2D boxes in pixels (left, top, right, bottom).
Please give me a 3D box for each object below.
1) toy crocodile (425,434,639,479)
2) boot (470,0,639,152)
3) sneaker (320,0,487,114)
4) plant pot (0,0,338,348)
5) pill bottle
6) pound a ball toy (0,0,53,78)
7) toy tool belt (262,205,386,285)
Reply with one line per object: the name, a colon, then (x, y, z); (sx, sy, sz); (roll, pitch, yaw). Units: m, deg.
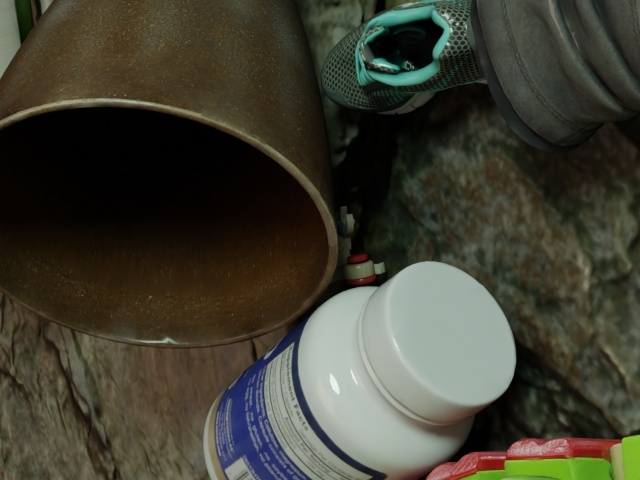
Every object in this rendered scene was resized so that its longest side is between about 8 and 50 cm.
toy crocodile: (0.088, 0.152, 0.725); (0.340, 0.115, 0.105); (-33, 58, 47)
boot: (0.132, -0.213, 0.605); (0.223, 0.118, 0.338); (-3, 88, 58)
sneaker: (0.044, -0.106, 0.776); (0.166, 0.076, 0.065); (-11, 85, 52)
plant pot: (-0.088, -0.090, 0.845); (0.215, 0.215, 0.230); (-46, 29, 45)
pill bottle: (0.022, 0.091, 0.801); (0.187, 0.112, 0.112); (-42, 62, 46)
pound a ball toy: (-0.267, -0.105, 1.084); (0.208, 0.136, 0.319); (31, 133, 42)
toy tool belt: (0.000, 0.000, 0.868); (0.083, 0.052, 0.051); (3, 105, 51)
